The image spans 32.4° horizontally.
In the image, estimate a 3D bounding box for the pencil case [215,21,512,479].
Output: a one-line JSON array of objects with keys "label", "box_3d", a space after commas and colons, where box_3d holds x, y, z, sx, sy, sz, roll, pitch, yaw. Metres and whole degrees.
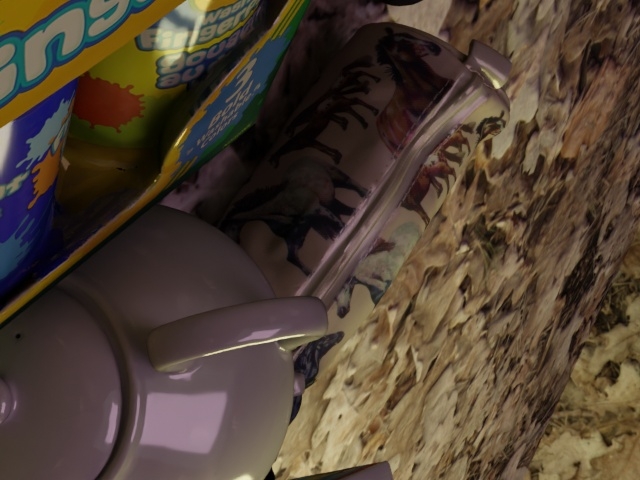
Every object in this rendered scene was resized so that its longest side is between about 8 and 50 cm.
[{"label": "pencil case", "box_3d": [0.000, 0.000, 0.929, 0.160, 0.183, 0.410, 43, 75, -31]}]

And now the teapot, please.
[{"label": "teapot", "box_3d": [-0.146, 0.088, 0.689, 0.256, 0.252, 0.187, -62, 159, 9]}]

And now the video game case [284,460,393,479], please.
[{"label": "video game case", "box_3d": [-0.109, 0.232, 0.896, 0.204, 0.285, 0.025, -3, 77, -58]}]

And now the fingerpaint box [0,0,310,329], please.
[{"label": "fingerpaint box", "box_3d": [-0.172, -0.079, 0.453, 0.445, 0.163, 0.371, -43, 173, -32]}]

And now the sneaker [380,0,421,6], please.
[{"label": "sneaker", "box_3d": [0.125, -0.337, 0.948, 0.270, 0.090, 0.145, -49, 151, -19]}]
